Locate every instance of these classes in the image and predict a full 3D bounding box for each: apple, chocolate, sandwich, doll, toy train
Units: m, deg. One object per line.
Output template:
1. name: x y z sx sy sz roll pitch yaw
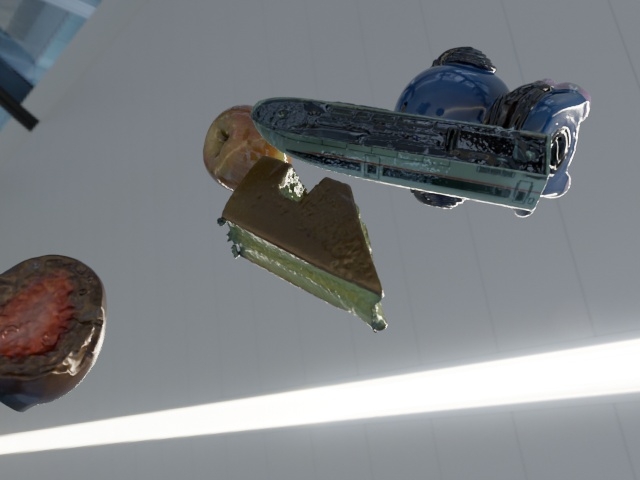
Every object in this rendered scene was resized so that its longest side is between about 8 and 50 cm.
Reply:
1. apple: -0.153 -0.196 1.132 0.210 0.164 0.209 -12 -106 47
2. chocolate: -0.261 0.081 0.489 0.133 0.124 0.127 -44 -161 -24
3. sandwich: 0.000 0.000 0.622 0.236 0.122 0.128 26 -107 28
4. doll: 0.268 -0.188 0.912 0.310 0.240 0.283 26 -71 42
5. toy train: 0.100 -0.127 0.728 0.408 0.088 0.086 13 -124 11
